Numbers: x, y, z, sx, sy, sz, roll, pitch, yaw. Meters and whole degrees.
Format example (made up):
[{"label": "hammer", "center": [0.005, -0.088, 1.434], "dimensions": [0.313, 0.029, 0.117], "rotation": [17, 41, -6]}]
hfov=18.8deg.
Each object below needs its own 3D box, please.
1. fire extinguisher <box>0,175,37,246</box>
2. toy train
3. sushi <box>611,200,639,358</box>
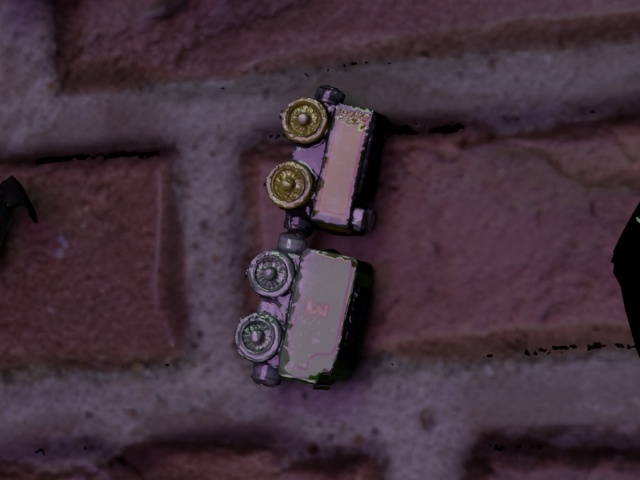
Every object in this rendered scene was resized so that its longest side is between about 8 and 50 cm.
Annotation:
[{"label": "fire extinguisher", "center": [-0.308, 0.024, 1.384], "dimensions": [0.267, 0.072, 0.089], "rotation": [-29, 34, 17]}, {"label": "toy train", "center": [0.000, 0.000, 1.274], "dimensions": [0.081, 0.060, 0.202], "rotation": [12, 89, 16]}, {"label": "sushi", "center": [0.307, 0.007, 1.024], "dimensions": [0.328, 0.285, 0.328], "rotation": [34, 98, 23]}]
